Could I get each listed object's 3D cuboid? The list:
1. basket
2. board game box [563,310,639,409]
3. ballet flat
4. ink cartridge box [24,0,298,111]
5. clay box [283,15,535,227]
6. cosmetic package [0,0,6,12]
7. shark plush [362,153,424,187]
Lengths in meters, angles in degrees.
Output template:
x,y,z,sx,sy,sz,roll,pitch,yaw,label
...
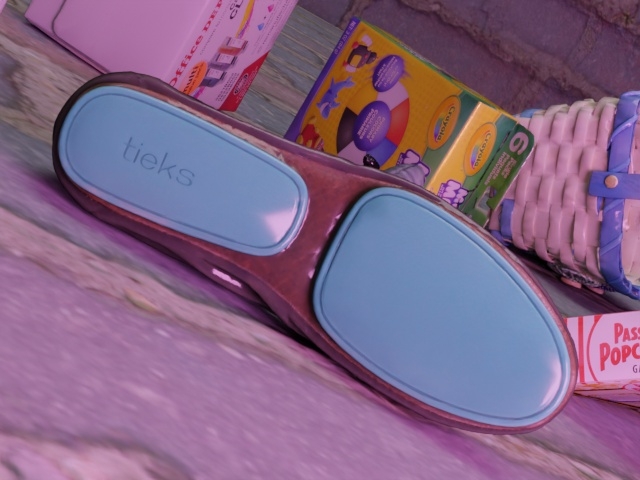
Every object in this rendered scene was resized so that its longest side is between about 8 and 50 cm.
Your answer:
x,y,z,sx,sy,sz,roll,pitch,yaw,label
0.333,-0.040,1.385,0.289,0.201,0.255,1,-6,32,basket
0.246,0.080,0.909,0.147,0.045,0.193,-8,-16,35,board game box
0.000,0.000,0.696,0.280,0.095,0.096,32,-1,3,ballet flat
-0.117,-0.188,1.103,0.127,0.128,0.176,34,12,14,ink cartridge box
0.065,-0.079,1.114,0.053,0.127,0.222,22,14,-38,clay box
-0.267,-0.242,0.878,0.151,0.151,0.184,22,13,-39,cosmetic package
0.017,-0.031,0.929,0.073,0.067,0.161,39,13,34,shark plush
